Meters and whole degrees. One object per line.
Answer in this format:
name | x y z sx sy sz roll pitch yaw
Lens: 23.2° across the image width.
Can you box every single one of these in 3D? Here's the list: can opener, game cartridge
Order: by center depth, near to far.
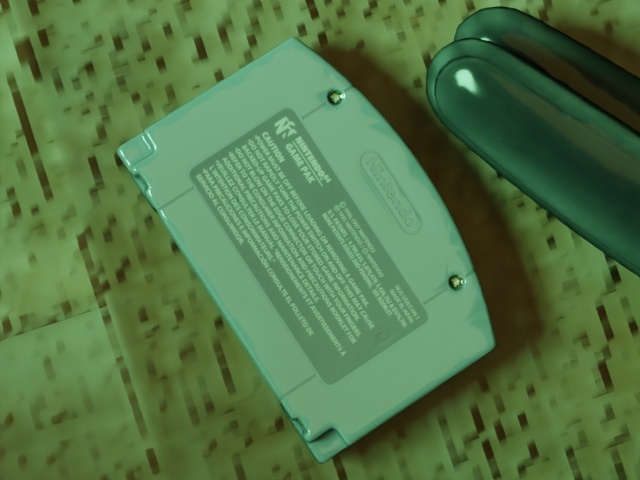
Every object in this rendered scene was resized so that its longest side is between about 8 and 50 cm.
can opener | 0.105 0.007 0.336 0.186 0.059 0.073 34 111 9
game cartridge | 0.000 0.000 0.346 0.056 0.017 0.083 -33 88 -2
